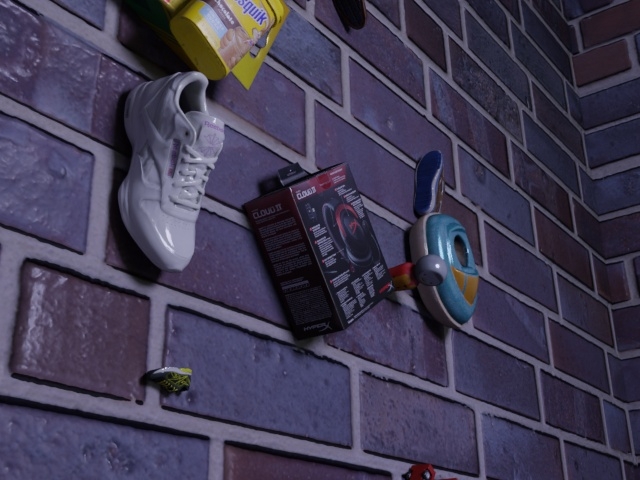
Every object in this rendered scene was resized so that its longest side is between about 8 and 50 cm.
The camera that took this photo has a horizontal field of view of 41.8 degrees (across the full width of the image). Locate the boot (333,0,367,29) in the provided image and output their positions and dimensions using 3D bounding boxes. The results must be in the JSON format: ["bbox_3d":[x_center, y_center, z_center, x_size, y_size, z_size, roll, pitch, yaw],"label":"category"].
[{"bbox_3d":[0.073,-0.588,1.906,0.106,0.082,0.219,-26,96,-54],"label":"boot"}]

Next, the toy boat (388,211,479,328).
[{"bbox_3d":[0.261,0.066,1.824,0.318,0.148,0.267,-6,81,-56],"label":"toy boat"}]

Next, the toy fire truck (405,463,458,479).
[{"bbox_3d":[0.211,0.515,1.641,0.135,0.047,0.192,59,36,-22],"label":"toy fire truck"}]

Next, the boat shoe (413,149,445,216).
[{"bbox_3d":[0.264,-0.129,2.000,0.066,0.066,0.183,43,53,-44],"label":"boat shoe"}]

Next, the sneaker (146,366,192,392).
[{"bbox_3d":[-0.211,0.198,1.186,0.083,0.031,0.035,13,66,-53],"label":"sneaker"}]

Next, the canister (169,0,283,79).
[{"bbox_3d":[-0.148,-0.352,1.333,0.126,0.073,0.170,54,54,-30],"label":"canister"}]

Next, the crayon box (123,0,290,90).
[{"bbox_3d":[-0.205,-0.417,1.386,0.318,0.081,0.202,44,58,-35],"label":"crayon box"}]

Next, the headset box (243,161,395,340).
[{"bbox_3d":[0.000,0.000,1.509,0.218,0.110,0.293,-31,102,-56],"label":"headset box"}]

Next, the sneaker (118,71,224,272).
[{"bbox_3d":[-0.211,-0.107,1.216,0.114,0.152,0.305,14,66,-55],"label":"sneaker"}]
